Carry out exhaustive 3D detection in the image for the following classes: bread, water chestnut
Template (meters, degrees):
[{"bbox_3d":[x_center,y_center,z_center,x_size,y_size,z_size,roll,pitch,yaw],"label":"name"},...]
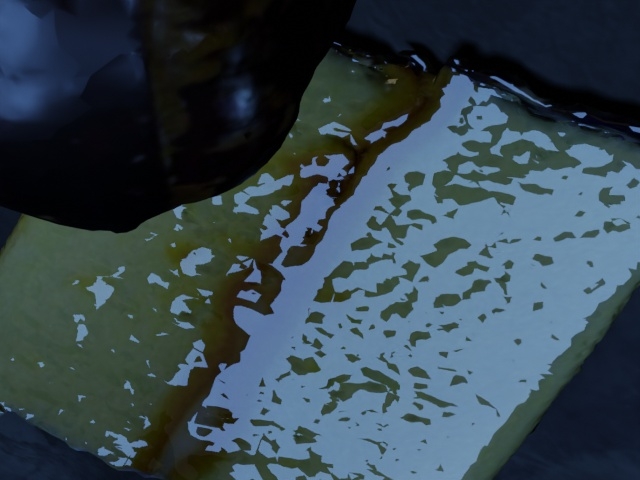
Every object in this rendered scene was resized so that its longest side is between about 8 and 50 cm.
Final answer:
[{"bbox_3d":[0.000,0.000,1.102,0.346,0.242,0.405,31,117,8],"label":"bread"},{"bbox_3d":[-0.073,-0.154,0.750,0.300,0.300,0.300,23,148,15],"label":"water chestnut"}]
